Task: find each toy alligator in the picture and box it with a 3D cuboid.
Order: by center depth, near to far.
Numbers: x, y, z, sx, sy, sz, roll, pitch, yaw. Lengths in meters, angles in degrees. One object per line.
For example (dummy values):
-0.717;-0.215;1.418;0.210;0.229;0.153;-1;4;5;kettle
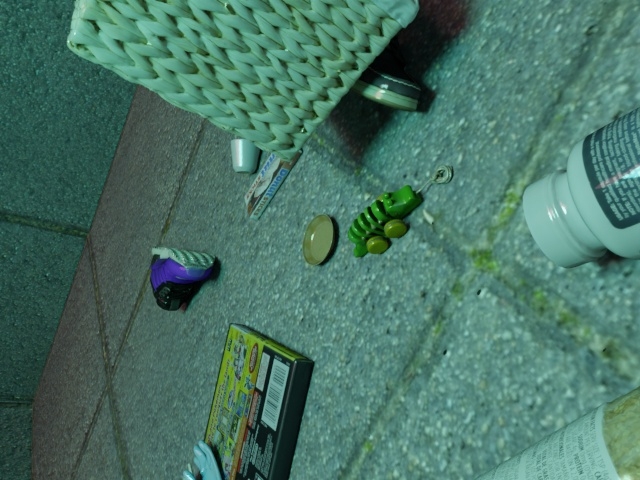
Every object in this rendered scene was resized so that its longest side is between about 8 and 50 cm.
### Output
0.088;-0.039;0.686;0.189;0.051;0.056;-46;44;37;toy alligator

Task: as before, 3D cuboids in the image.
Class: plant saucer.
0.000;0.000;0.834;0.083;0.015;0.083;-27;56;49;plant saucer

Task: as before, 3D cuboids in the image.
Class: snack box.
-0.094;-0.124;1.013;0.178;0.022;0.064;-53;38;31;snack box

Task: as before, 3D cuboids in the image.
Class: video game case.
-0.118;0.299;0.881;0.248;0.035;0.274;9;87;56;video game case

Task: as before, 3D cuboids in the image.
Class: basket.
-0.117;-0.331;0.674;0.266;0.331;0.328;-49;38;24;basket

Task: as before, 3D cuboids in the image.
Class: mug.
-0.153;-0.171;1.100;0.062;0.078;0.064;0;87;23;mug

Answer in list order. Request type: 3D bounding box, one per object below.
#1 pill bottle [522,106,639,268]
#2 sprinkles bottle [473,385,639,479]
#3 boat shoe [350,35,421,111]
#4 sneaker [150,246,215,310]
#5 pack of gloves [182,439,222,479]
0.252;-0.047;0.395;0.180;0.108;0.108;-32;53;46;pill bottle
0.202;0.186;0.369;0.355;0.121;0.121;-51;41;33;sprinkles bottle
0.068;-0.272;0.762;0.092;0.103;0.285;-64;29;26;boat shoe
-0.324;0.094;1.215;0.293;0.102;0.146;5;86;61;sneaker
-0.207;0.478;0.898;0.232;0.046;0.195;58;133;41;pack of gloves
